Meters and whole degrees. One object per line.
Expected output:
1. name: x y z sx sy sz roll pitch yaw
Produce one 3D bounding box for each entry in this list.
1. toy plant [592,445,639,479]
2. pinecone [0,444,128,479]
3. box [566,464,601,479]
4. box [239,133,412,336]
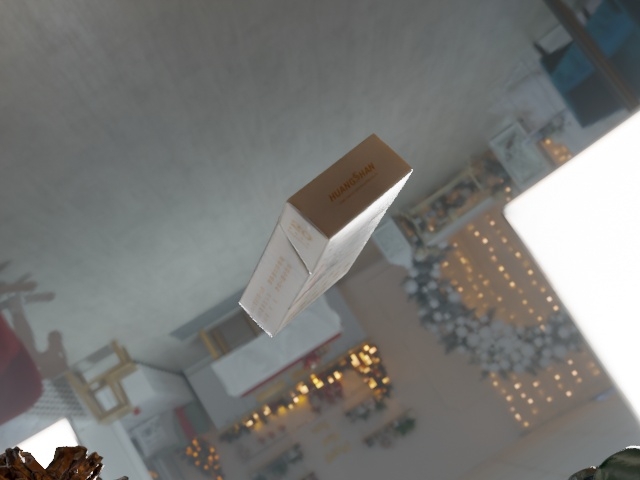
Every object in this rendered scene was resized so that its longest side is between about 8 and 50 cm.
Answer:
1. toy plant: 0.259 0.194 0.471 0.113 0.232 0.243 -14 165 -26
2. pinecone: -0.229 0.262 0.669 0.221 0.221 0.221 -32 169 -7
3. box: 0.235 0.226 0.701 0.074 0.054 0.099 -8 143 -15
4. box: 0.000 -0.001 0.960 0.149 0.067 0.233 -43 170 -34
